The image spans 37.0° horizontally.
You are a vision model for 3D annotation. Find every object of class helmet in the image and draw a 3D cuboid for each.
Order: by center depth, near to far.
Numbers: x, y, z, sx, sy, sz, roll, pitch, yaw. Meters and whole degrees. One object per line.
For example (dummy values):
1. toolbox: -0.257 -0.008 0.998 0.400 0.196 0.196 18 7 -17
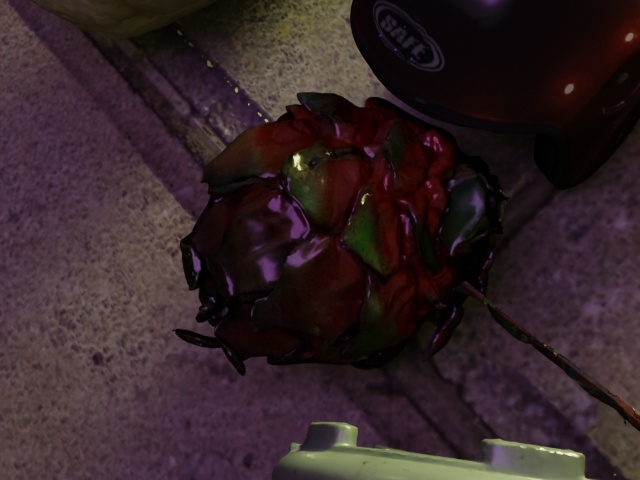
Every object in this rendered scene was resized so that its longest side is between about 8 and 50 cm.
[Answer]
1. helmet: 0.124 -0.145 0.589 0.216 0.193 0.189 -24 57 -33

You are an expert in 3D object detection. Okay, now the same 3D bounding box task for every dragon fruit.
1. dragon fruit: 0.009 -0.002 0.593 0.188 0.182 0.182 0 69 -17

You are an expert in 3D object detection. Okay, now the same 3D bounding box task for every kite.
1. kite: 0.163 0.094 0.491 0.232 0.189 0.009 37 93 4

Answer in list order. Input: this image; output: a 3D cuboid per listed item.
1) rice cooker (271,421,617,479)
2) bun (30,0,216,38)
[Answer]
1. rice cooker: 0.072 0.215 0.451 0.280 0.241 0.227 7 75 7
2. bun: -0.137 -0.323 0.690 0.352 0.227 0.349 32 102 12
